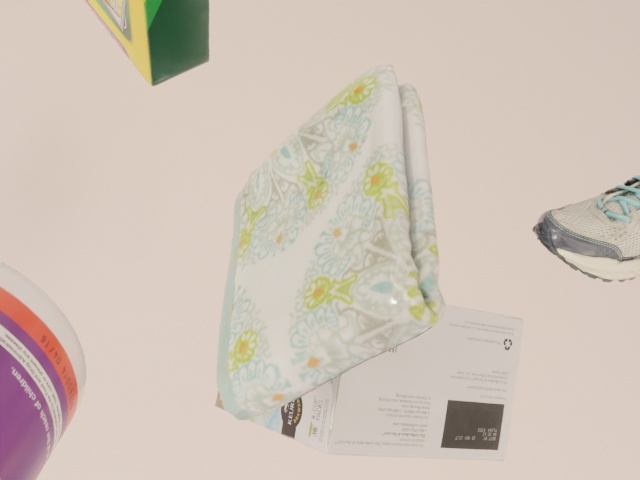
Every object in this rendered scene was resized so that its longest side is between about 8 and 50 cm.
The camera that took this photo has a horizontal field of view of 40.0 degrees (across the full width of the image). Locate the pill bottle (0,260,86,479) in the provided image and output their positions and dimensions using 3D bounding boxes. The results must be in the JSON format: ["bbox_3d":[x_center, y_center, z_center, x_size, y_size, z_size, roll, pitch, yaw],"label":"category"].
[{"bbox_3d":[-0.283,0.156,0.525,0.181,0.181,0.323,45,-147,-17],"label":"pill bottle"}]

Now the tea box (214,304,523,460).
[{"bbox_3d":[0.067,0.187,1.325,0.329,0.323,0.220,12,-96,-34],"label":"tea box"}]

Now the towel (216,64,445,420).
[{"bbox_3d":[0.000,0.000,1.078,0.090,0.320,0.374,25,-134,-31],"label":"towel"}]

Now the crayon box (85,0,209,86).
[{"bbox_3d":[-0.274,-0.433,1.122,0.106,0.313,0.363,-30,-110,-22],"label":"crayon box"}]

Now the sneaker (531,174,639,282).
[{"bbox_3d":[0.351,-0.041,0.920,0.283,0.122,0.110,-6,-142,-22],"label":"sneaker"}]
